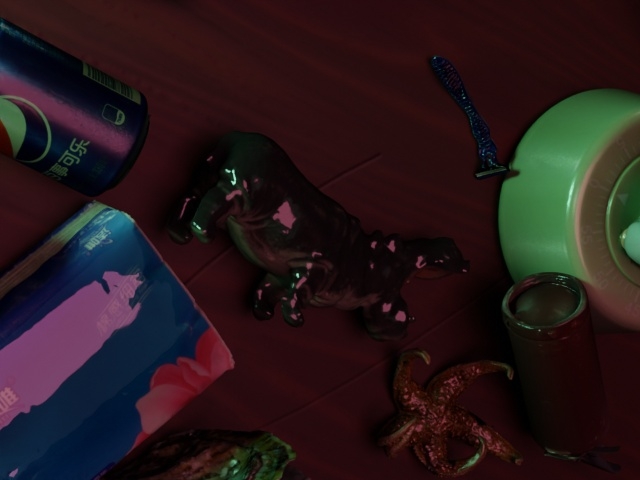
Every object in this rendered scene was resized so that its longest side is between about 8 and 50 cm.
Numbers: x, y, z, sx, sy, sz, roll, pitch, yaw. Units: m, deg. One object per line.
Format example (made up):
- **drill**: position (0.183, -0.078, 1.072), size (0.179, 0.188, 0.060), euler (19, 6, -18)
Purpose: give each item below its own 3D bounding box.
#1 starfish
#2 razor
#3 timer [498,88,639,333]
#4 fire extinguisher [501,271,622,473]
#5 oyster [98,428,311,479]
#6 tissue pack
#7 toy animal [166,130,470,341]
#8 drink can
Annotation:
- **starfish**: position (0.152, 0.194, 1.736), size (0.190, 0.074, 0.146), euler (25, 83, -27)
- **razor**: position (0.164, -0.142, 1.735), size (0.028, 0.044, 0.154), euler (-45, 112, -47)
- **timer**: position (0.393, -0.021, 1.698), size (0.291, 0.315, 0.290), euler (-3, 96, -24)
- **fire extinguisher**: position (0.276, 0.164, 1.746), size (0.105, 0.105, 0.269), euler (-33, 130, -19)
- **oyster**: position (-0.176, 0.297, 1.548), size (0.351, 0.162, 0.158), euler (-31, 94, -1)
- **tissue pack**: position (-0.248, 0.120, 1.500), size (0.270, 0.137, 0.209), euler (-39, 109, -17)
- **toy animal**: position (-0.002, 0.017, 1.630), size (0.343, 0.106, 0.168), euler (29, 76, -32)
- **drink can**: position (-0.270, -0.130, 1.476), size (0.205, 0.118, 0.118), euler (28, 83, -24)
